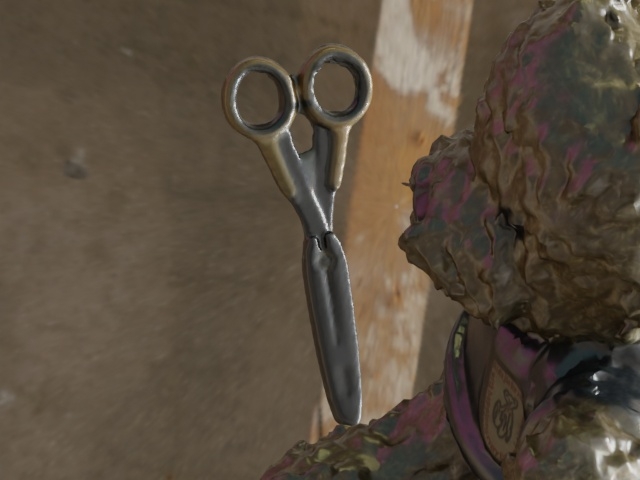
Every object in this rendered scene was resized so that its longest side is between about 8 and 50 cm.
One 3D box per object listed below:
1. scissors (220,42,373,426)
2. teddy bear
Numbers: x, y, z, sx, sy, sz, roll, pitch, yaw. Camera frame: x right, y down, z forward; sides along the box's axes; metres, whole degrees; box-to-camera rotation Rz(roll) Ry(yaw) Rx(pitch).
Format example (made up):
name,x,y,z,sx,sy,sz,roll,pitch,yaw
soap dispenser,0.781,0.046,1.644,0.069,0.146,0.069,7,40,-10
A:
name,x,y,z,sx,sy,sz,roll,pitch,yaw
scissors,0.000,0.000,1.049,0.088,0.017,0.220,-10,-82,-14
teddy bear,0.067,0.040,0.542,0.129,0.182,0.251,2,-53,-25
